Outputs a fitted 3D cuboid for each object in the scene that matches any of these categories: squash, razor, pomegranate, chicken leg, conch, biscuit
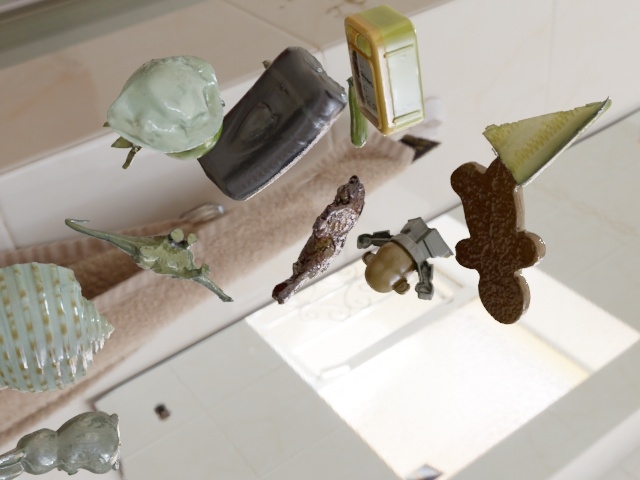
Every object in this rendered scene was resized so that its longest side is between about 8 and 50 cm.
[{"bbox_3d":[0.479,-0.249,1.607,0.252,0.093,0.170,-48,-126,30],"label":"squash"},{"bbox_3d":[-0.112,-0.249,1.666,0.204,0.349,0.113,55,16,22],"label":"razor"},{"bbox_3d":[-0.282,-0.213,1.414,0.156,0.220,0.156,-21,90,-88],"label":"pomegranate"},{"bbox_3d":[0.003,0.001,1.701,0.083,0.177,0.323,34,-71,13],"label":"chicken leg"},{"bbox_3d":[0.096,-0.329,1.970,0.052,0.052,0.184,8,-77,62],"label":"squash"},{"bbox_3d":[-0.280,0.090,0.760,0.102,0.153,0.135,25,-66,34],"label":"conch"},{"bbox_3d":[0.457,-0.001,1.973,0.283,0.064,0.433,-7,-85,54],"label":"biscuit"}]

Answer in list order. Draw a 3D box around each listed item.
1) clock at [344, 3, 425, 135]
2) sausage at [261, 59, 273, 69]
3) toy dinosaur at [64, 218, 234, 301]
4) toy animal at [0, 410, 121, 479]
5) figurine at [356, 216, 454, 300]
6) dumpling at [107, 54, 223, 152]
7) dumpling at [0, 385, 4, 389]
[{"bbox_3d":[0.114,-0.305,1.384,0.143,0.096,0.202,52,-19,50],"label":"clock"},{"bbox_3d":[-0.060,-0.449,2.113,0.269,0.033,0.033,27,-39,28],"label":"sausage"},{"bbox_3d":[-0.297,0.030,1.445,0.362,0.077,0.147,26,-29,-22],"label":"toy dinosaur"},{"bbox_3d":[-0.489,0.377,1.426,0.108,0.236,0.138,36,-68,55],"label":"toy animal"},{"bbox_3d":[0.269,0.062,2.582,0.342,0.285,0.167,27,-27,52],"label":"figurine"},{"bbox_3d":[-0.240,-0.230,1.240,0.152,0.219,0.108,34,-31,12],"label":"dumpling"},{"bbox_3d":[-0.809,0.308,2.023,0.293,0.204,0.164,128,-34,-58],"label":"dumpling"}]
